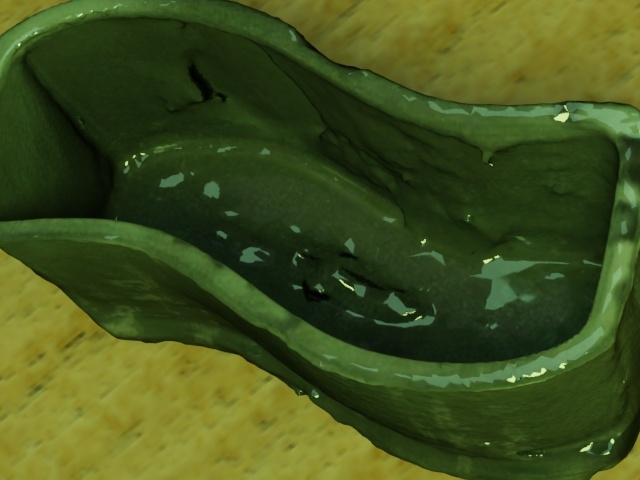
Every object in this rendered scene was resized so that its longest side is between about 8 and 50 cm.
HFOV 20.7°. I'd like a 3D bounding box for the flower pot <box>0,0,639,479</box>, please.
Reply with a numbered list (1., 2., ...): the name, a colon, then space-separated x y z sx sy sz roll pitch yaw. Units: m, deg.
1. flower pot: 0.000 0.000 0.569 0.229 0.108 0.103 17 73 24
